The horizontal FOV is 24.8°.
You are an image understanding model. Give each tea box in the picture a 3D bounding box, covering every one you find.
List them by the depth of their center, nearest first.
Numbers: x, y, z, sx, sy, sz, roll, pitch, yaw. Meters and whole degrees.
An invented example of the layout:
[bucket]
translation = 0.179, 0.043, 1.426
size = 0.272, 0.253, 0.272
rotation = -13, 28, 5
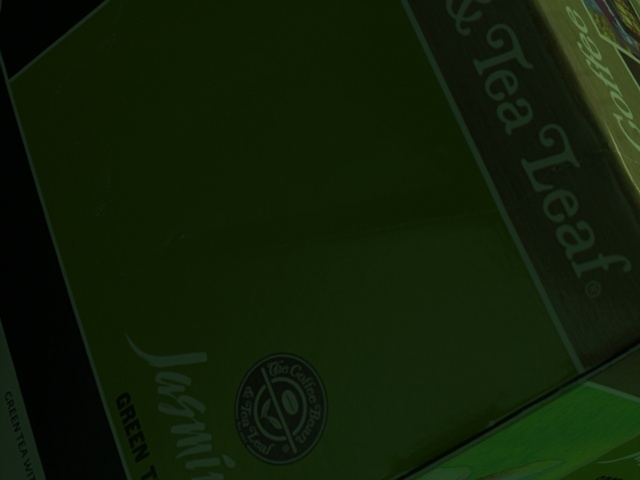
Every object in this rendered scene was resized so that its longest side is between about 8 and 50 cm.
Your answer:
[tea box]
translation = -0.009, -0.014, 0.622
size = 0.220, 0.323, 0.329
rotation = 19, 44, -54
